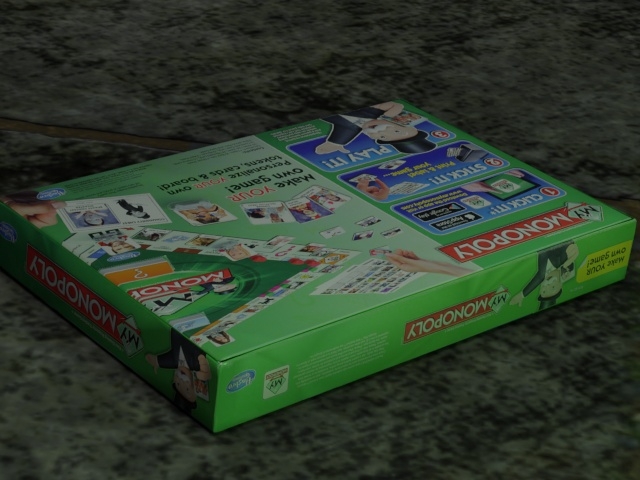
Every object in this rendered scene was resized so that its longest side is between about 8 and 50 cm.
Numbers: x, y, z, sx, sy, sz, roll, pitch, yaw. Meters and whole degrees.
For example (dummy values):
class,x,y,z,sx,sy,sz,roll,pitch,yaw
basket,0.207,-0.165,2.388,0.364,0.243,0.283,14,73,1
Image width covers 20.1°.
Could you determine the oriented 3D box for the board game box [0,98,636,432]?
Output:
class,x,y,z,sx,sy,sz,roll,pitch,yaw
board game box,0.000,0.000,1.061,0.317,0.046,0.213,-17,35,-37
